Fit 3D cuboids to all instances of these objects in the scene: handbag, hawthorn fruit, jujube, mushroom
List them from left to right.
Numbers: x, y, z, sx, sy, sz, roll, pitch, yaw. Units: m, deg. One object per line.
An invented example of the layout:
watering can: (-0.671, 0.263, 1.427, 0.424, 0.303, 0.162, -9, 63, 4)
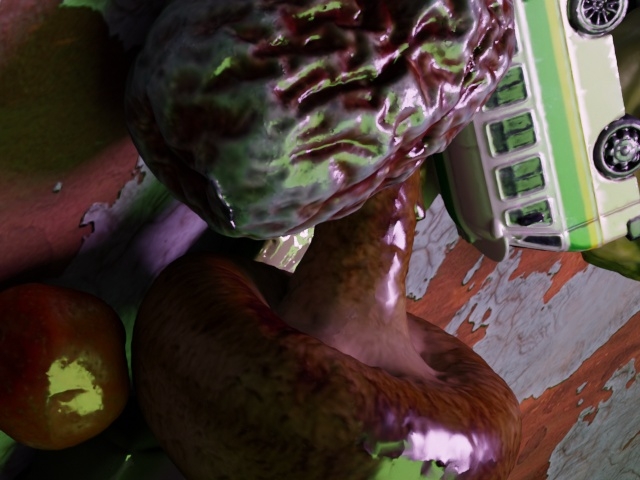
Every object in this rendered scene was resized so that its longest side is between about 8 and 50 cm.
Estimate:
hawthorn fruit: (-0.219, 0.096, 1.480, 0.138, 0.133, 0.133, 19, 108, -52)
handbag: (-0.203, 0.269, 1.755, 0.257, 0.113, 0.285, -6, 123, -64)
jujube: (0.001, -0.135, 1.441, 0.317, 0.226, 0.226, -41, 153, -26)
mushroom: (0.037, 0.082, 1.555, 0.356, 0.334, 0.331, -47, 118, 0)

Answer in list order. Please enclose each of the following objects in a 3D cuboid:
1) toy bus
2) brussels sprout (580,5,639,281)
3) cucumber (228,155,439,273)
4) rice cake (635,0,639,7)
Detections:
toy bus: (0.178, -0.128, 1.680, 0.179, 0.143, 0.305, -23, 119, -14)
brussels sprout: (0.391, -0.103, 2.048, 0.328, 0.328, 0.247, -63, 175, 22)
cucumber: (-0.002, -0.002, 1.749, 0.325, 0.105, 0.145, -47, 123, -13)
rice cake: (0.434, -0.326, 2.106, 0.237, 0.043, 0.127, -48, 154, -5)
